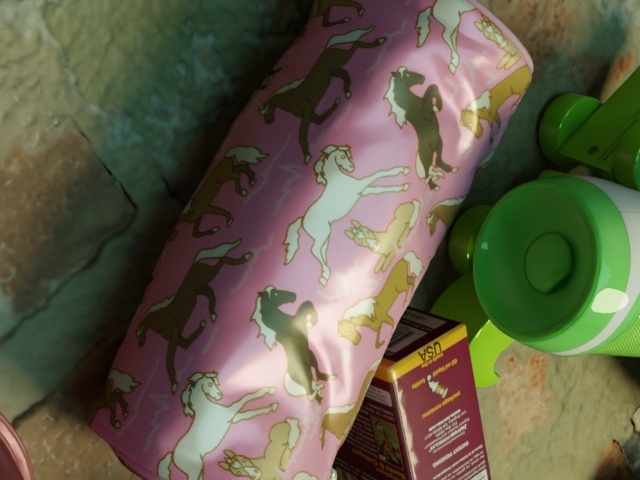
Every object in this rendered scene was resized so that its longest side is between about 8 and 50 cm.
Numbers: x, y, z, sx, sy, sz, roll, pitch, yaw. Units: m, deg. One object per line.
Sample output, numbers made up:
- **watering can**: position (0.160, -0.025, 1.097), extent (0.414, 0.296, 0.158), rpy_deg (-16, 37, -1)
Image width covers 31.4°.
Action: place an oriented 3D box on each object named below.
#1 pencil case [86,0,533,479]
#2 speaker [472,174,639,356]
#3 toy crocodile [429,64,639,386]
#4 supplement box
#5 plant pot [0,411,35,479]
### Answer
- **pencil case**: position (0.000, 0.000, 0.766), extent (0.386, 0.160, 0.167), rpy_deg (-63, 152, -8)
- **speaker**: position (0.249, 0.028, 0.840), extent (0.296, 0.131, 0.131), rpy_deg (7, 96, -40)
- **toy crocodile**: position (0.215, -0.024, 0.955), extent (0.340, 0.115, 0.105), rpy_deg (-49, 130, -15)
- **supplement box**: position (0.065, 0.149, 0.884), extent (0.080, 0.104, 0.188), rpy_deg (-27, 116, -31)
- **plant pot**: position (-0.230, 0.178, 0.615), extent (0.201, 0.180, 0.201), rpy_deg (-11, 108, -36)
